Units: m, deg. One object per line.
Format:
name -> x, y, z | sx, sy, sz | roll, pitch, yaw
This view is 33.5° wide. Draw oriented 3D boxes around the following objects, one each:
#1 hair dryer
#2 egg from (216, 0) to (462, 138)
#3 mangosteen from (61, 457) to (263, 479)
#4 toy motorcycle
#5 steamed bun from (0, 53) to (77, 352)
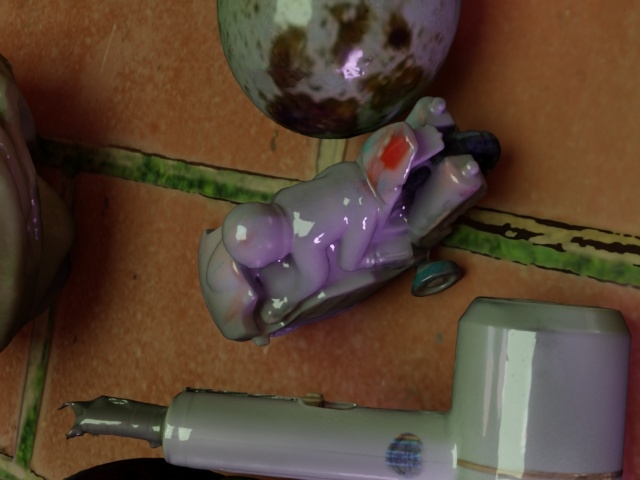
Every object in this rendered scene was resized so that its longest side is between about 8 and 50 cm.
hair dryer -> 0.007, 0.113, 0.662 | 0.357, 0.107, 0.173 | 4, 87, 4
egg -> 0.018, -0.183, 0.738 | 0.169, 0.169, 0.231 | 7, 77, 40
mangosteen -> -0.100, 0.284, 0.740 | 0.300, 0.300, 0.301 | -4, 84, 40
toy motorcycle -> 0.000, 0.000, 0.735 | 0.260, 0.170, 0.110 | -39, 65, 34
steamed bun -> -0.351, -0.008, 0.995 | 0.346, 0.237, 0.394 | 131, 149, -52
